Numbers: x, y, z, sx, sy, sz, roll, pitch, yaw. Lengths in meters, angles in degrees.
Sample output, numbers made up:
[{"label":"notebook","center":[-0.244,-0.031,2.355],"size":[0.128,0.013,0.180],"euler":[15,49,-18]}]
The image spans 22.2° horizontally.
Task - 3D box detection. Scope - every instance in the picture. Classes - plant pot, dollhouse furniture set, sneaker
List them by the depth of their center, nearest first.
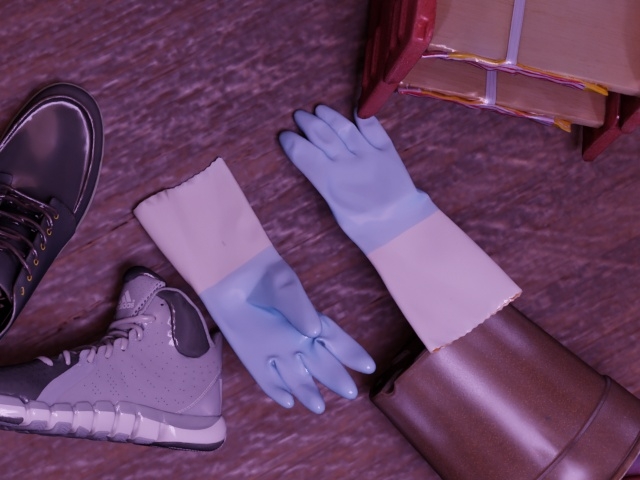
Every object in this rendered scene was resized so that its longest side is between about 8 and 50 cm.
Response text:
[{"label":"sneaker","center":[-0.213,-0.010,1.169],"size":[0.083,0.118,0.222],"euler":[24,88,-11]},{"label":"sneaker","center":[-0.167,0.079,1.191],"size":[0.228,0.086,0.132],"euler":[13,78,-38]},{"label":"plant pot","center":[0.136,0.129,1.232],"size":[0.165,0.167,0.167],"euler":[43,84,-3]},{"label":"dollhouse furniture set","center":[0.163,-0.268,1.242],"size":[0.201,0.152,0.374],"euler":[12,73,-11]}]

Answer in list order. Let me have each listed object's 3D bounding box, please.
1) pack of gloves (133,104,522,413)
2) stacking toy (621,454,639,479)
[{"label":"pack of gloves","center":[0.000,0.000,1.189],"size":[0.195,0.046,0.232],"euler":[-33,63,-11]},{"label":"stacking toy","center":[0.273,0.316,1.316],"size":[0.309,0.130,0.279],"euler":[42,110,-7]}]
